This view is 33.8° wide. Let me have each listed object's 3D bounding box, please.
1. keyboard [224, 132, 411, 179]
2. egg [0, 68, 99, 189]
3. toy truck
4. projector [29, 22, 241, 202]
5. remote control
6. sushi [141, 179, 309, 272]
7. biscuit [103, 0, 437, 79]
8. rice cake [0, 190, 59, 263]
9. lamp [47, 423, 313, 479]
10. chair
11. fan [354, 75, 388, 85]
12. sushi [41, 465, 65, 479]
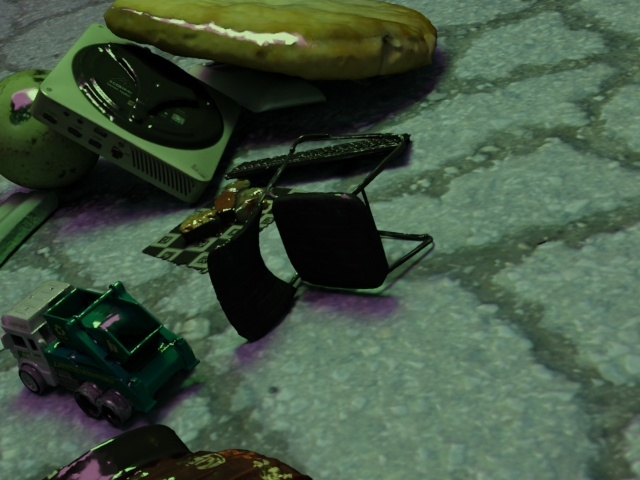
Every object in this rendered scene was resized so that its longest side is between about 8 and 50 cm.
[{"bbox_3d":[-0.004,-0.114,1.424,0.251,0.017,0.087,-8,13,17],"label":"keyboard"},{"bbox_3d":[-0.410,-0.160,1.570,0.177,0.177,0.228,-16,-10,3],"label":"egg"},{"bbox_3d":[-0.238,0.101,1.094,0.216,0.116,0.110,9,39,39],"label":"toy truck"},{"bbox_3d":[-0.250,-0.193,1.500,0.079,0.257,0.259,-55,12,31],"label":"projector"},{"bbox_3d":[-0.109,-0.259,1.693,0.109,0.055,0.313,-13,24,-26],"label":"remote control"},{"bbox_3d":[-0.129,-0.035,1.359,0.139,0.031,0.201,13,41,42],"label":"sushi"},{"bbox_3d":[-0.037,-0.329,1.645,0.446,0.104,0.429,14,22,16],"label":"biscuit"},{"bbox_3d":[-0.456,-0.006,1.477,0.080,0.042,0.221,1,33,20],"label":"rice cake"},{"bbox_3d":[-0.087,0.243,0.670,0.247,0.247,0.247,-13,29,8],"label":"lamp"},{"bbox_3d":[0.000,0.000,1.123,0.145,0.140,0.221,4,37,35],"label":"chair"},{"bbox_3d":[0.071,-0.298,1.730,0.131,0.009,0.240,-18,29,-2],"label":"fan"},{"bbox_3d":[-0.246,0.287,0.860,0.210,0.040,0.193,-36,27,-26],"label":"sushi"}]
